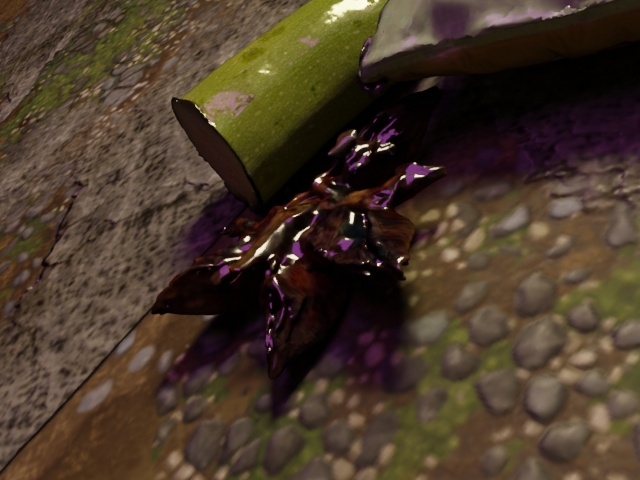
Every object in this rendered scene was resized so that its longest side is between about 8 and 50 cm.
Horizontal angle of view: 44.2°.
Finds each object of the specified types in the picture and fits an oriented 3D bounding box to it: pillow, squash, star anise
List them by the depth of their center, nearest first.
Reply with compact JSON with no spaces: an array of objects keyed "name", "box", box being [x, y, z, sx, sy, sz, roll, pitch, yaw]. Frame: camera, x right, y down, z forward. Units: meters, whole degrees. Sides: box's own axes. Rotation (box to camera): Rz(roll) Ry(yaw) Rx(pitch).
[{"name":"star anise","box":[0.002,0.003,0.432,0.212,0.054,0.157,-30,35,5]},{"name":"pillow","box":[0.194,-0.216,0.462,0.310,0.119,0.313,-9,45,36]},{"name":"squash","box":[-0.004,-0.114,0.546,0.188,0.095,0.095,-41,36,-13]}]
